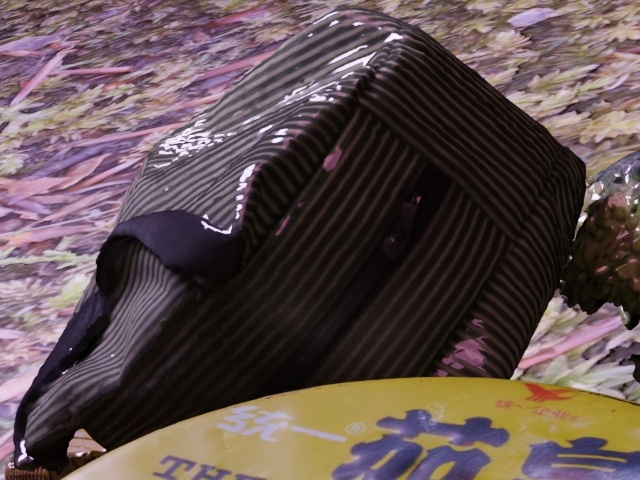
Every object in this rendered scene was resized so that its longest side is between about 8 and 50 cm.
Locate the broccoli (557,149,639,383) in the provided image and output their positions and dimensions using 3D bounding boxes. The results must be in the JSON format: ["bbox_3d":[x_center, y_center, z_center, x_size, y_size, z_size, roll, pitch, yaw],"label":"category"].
[{"bbox_3d":[0.257,0.029,1.244,0.176,0.226,0.198,-45,-34,23],"label":"broccoli"}]

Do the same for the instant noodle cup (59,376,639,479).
[{"bbox_3d":[0.030,0.233,0.713,0.325,0.254,0.325,-6,25,3],"label":"instant noodle cup"}]

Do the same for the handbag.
[{"bbox_3d":[-0.017,0.048,1.201,0.340,0.247,0.240,-44,15,39],"label":"handbag"}]

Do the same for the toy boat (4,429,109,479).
[{"bbox_3d":[-0.159,0.157,1.388,0.149,0.047,0.049,-2,38,39],"label":"toy boat"}]
